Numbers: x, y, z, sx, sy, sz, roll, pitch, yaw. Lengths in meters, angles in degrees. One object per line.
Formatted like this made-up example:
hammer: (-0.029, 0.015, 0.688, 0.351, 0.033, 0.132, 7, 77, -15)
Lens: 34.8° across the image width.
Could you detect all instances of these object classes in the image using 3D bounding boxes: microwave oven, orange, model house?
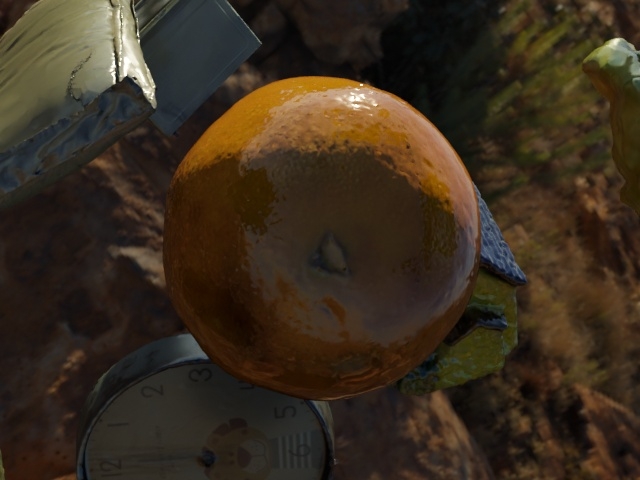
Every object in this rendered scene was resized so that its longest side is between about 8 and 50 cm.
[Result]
microwave oven: (-0.222, -0.285, 1.522, 0.163, 0.205, 0.129, 49, -6, -37)
orange: (0.000, 0.000, 0.831, 0.261, 0.261, 0.261, 31, 42, -32)
model house: (0.109, 0.023, 1.066, 0.211, 0.170, 0.194, 83, -8, -47)

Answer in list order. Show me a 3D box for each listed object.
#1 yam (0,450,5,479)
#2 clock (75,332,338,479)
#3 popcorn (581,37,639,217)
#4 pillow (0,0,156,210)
yam: (-0.326, 0.216, 0.759, 0.195, 0.195, 0.300, 15, 39, -44)
clock: (-0.132, 0.254, 1.199, 0.312, 0.312, 0.061, 42, 12, -21)
popcorn: (0.321, -0.098, 0.743, 0.255, 0.256, 0.195, 31, -5, 27)
pillow: (-0.150, -0.092, 0.577, 0.053, 0.119, 0.208, 48, 13, -32)
